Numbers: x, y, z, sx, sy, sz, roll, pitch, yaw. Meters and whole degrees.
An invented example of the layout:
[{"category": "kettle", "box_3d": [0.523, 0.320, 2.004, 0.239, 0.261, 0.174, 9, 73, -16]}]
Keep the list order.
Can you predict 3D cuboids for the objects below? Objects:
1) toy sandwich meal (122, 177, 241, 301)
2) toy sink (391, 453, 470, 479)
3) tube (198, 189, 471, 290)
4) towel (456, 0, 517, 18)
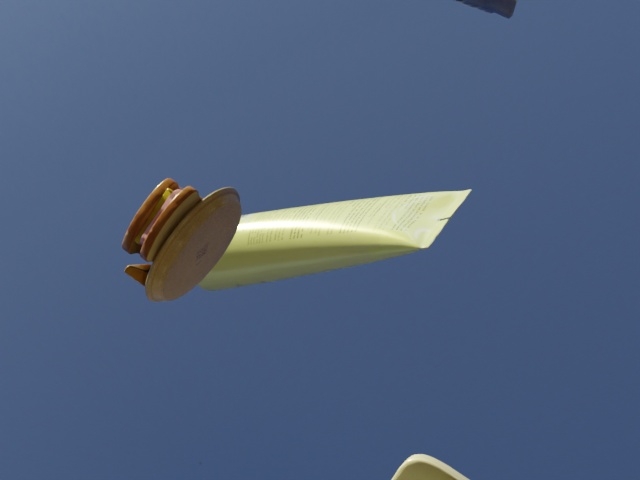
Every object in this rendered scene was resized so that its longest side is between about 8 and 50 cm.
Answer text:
[{"category": "toy sandwich meal", "box_3d": [-0.077, -0.002, 0.706, 0.029, 0.085, 0.085, 37, -101, 15]}, {"category": "toy sink", "box_3d": [0.044, 0.265, 0.731, 0.153, 0.131, 0.234, 34, -81, 11]}, {"category": "tube", "box_3d": [0.000, 0.000, 1.034, 0.240, 0.062, 0.070, -10, -115, 33]}, {"category": "towel", "box_3d": [0.087, -0.329, 0.769, 0.243, 0.040, 0.336, 19, -81, -26]}]
